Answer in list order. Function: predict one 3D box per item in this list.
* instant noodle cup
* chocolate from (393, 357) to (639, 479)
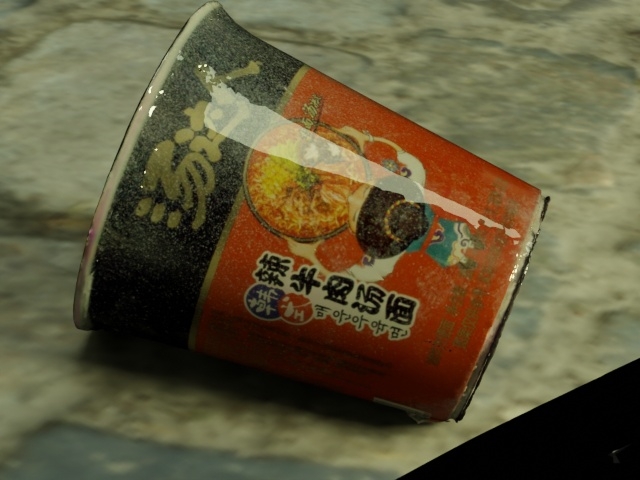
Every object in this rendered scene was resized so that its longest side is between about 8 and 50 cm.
[{"bbox_3d":[0.000,-0.001,0.613,0.136,0.127,0.127,23,27,3],"label":"instant noodle cup"},{"bbox_3d":[0.095,0.120,0.416,0.224,0.206,0.177,-22,84,-33],"label":"chocolate"}]
